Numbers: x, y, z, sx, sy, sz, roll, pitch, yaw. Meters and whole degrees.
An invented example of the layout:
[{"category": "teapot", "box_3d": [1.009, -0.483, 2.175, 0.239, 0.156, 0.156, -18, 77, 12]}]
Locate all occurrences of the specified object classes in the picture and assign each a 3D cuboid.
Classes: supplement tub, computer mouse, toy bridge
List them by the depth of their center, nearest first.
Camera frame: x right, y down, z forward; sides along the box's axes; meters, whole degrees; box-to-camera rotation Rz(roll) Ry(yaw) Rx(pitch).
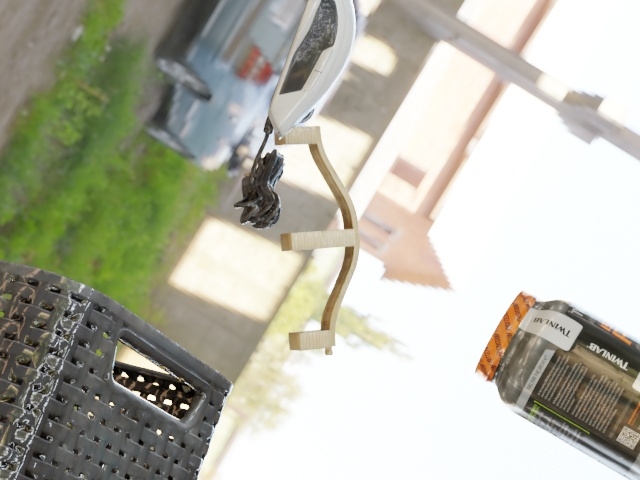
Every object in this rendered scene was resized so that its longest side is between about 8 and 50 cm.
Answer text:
[{"category": "computer mouse", "box_3d": [-0.012, -0.105, 0.949, 0.106, 0.042, 0.193, -82, -167, -73]}, {"category": "toy bridge", "box_3d": [0.000, 0.000, 1.076, 0.026, 0.063, 0.188, 175, -90, -65]}, {"category": "supplement tub", "box_3d": [0.243, 0.129, 1.191, 0.117, 0.190, 0.117, -55, 166, -21]}]

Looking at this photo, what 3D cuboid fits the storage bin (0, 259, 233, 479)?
[{"category": "storage bin", "box_3d": [-0.141, 0.060, 0.502, 0.122, 0.180, 0.084, 46, 61, -55]}]
